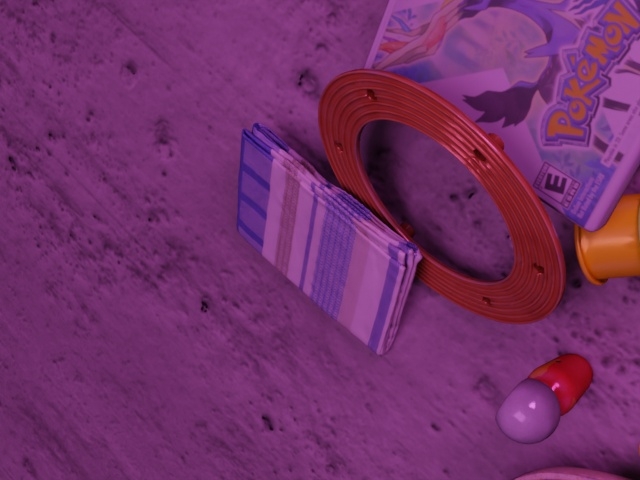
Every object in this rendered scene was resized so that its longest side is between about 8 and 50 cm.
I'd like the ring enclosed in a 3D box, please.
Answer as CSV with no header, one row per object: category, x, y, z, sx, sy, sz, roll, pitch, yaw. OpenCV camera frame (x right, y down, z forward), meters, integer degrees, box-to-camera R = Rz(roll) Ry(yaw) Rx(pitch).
ring,0.126,-0.046,1.044,0.336,0.032,0.336,40,157,20

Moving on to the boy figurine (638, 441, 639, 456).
boy figurine,0.446,0.261,0.943,0.285,0.092,0.177,19,117,35

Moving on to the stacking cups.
stacking cups,0.397,-0.021,0.894,0.316,0.096,0.096,-9,99,37

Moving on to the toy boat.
toy boat,0.267,0.285,1.060,0.267,0.148,0.318,-7,101,41

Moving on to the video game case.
video game case,0.204,-0.220,0.901,0.300,0.036,0.329,38,125,26

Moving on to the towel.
towel,0.000,0.000,1.229,0.285,0.034,0.209,39,145,24
